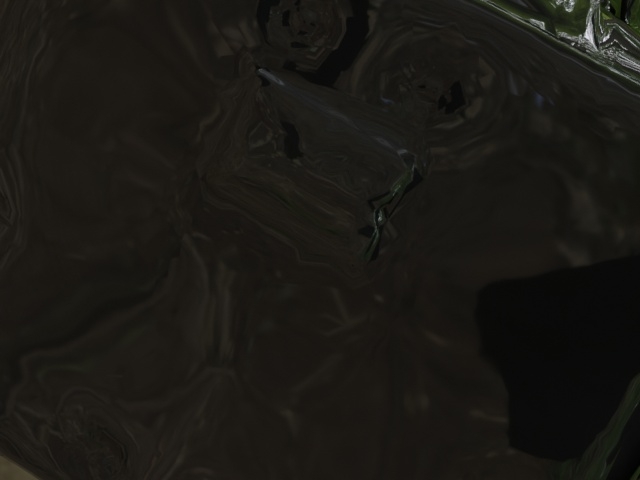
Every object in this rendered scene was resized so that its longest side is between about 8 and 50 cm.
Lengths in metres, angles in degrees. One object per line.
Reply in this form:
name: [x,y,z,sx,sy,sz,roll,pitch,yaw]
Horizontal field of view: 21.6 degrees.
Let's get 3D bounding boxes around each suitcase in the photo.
suitcase: [0.000,0.000,0.750,0.339,0.345,0.188,-64,163,17]
